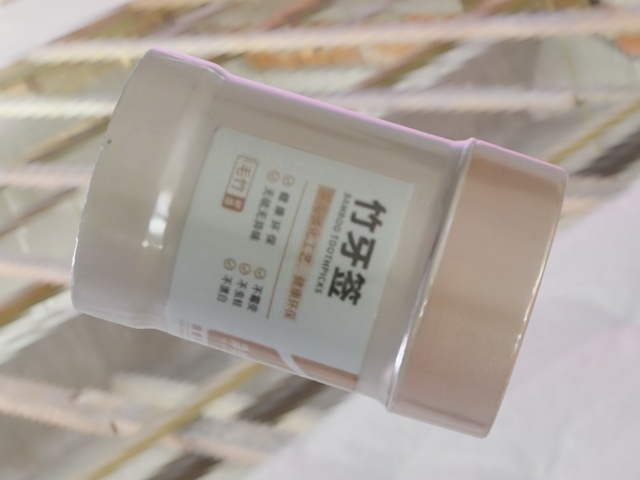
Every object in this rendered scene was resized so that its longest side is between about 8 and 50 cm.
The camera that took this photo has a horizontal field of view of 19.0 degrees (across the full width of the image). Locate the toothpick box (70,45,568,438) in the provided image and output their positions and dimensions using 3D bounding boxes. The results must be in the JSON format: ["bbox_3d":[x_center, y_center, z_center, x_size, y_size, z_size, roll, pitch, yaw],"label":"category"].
[{"bbox_3d":[0.000,0.000,0.657,0.149,0.098,0.098,17,-154,4],"label":"toothpick box"}]
